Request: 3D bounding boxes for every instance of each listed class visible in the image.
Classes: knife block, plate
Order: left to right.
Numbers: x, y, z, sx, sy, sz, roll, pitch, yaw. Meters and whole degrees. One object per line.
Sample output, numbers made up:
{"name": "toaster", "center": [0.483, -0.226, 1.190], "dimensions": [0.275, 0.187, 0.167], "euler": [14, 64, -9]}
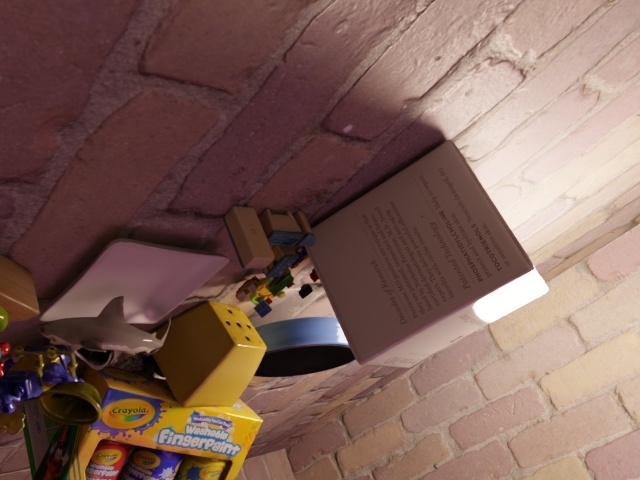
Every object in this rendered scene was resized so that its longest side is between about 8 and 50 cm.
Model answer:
{"name": "knife block", "center": [-0.547, 0.037, 0.877], "dimensions": [0.276, 0.088, 0.242], "euler": [0, 146, -41]}
{"name": "plate", "center": [-0.368, 0.081, 1.179], "dimensions": [0.278, 0.045, 0.277], "euler": [-38, 151, 27]}

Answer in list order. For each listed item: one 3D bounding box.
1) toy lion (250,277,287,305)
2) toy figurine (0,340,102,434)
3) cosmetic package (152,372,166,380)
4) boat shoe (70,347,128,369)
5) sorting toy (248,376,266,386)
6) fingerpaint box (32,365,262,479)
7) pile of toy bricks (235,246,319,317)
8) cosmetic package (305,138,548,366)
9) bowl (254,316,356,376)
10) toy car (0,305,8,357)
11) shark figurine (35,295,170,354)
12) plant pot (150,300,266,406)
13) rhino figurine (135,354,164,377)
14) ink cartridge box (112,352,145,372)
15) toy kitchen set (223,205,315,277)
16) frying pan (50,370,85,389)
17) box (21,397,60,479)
{"name": "toy lion", "center": [-0.138, 0.130, 1.506], "dimensions": [0.100, 0.034, 0.096], "euler": [-31, 148, 13]}
{"name": "toy figurine", "center": [-0.574, 0.251, 1.209], "dimensions": [0.363, 0.191, 0.217], "euler": [-5, -163, 13]}
{"name": "cosmetic package", "center": [-0.455, 0.433, 1.708], "dimensions": [0.086, 0.117, 0.231], "euler": [-26, 154, 3]}
{"name": "boat shoe", "center": [-0.496, 0.246, 1.334], "dimensions": [0.096, 0.088, 0.267], "euler": [-20, 155, -10]}
{"name": "sorting toy", "center": [-0.233, 0.397, 1.939], "dimensions": [0.229, 0.041, 0.307], "euler": [-34, 147, 13]}
{"name": "fingerpaint box", "center": [-0.421, 0.541, 1.459], "dimensions": [0.445, 0.163, 0.370], "euler": [28, 86, -37]}
{"name": "pile of toy bricks", "center": [-0.091, 0.090, 1.410], "dimensions": [0.212, 0.118, 0.105], "euler": [-38, -167, 5]}
{"name": "cosmetic package", "center": [0.240, 0.053, 1.337], "dimensions": [0.394, 0.327, 0.329], "euler": [-33, 156, 16]}
{"name": "bowl", "center": [-0.065, 0.323, 1.736], "dimensions": [0.392, 0.077, 0.391], "euler": [-7, 155, -3]}
{"name": "toy car", "center": [-0.539, 0.147, 0.834], "dimensions": [0.182, 0.136, 0.159], "euler": [-8, 150, -31]}
{"name": "shark figurine", "center": [-0.390, 0.170, 1.176], "dimensions": [0.166, 0.116, 0.278], "euler": [-1, 167, 44]}
{"name": "plant pot", "center": [-0.267, 0.271, 1.480], "dimensions": [0.187, 0.212, 0.212], "euler": [-45, 151, 10]}
{"name": "rhino figurine", "center": [-0.407, 0.336, 1.584], "dimensions": [0.243, 0.106, 0.073], "euler": [6, 113, -46]}
{"name": "ink cartridge box", "center": [-0.505, 0.310, 1.481], "dimensions": [0.115, 0.062, 0.029], "euler": [-19, 155, -13]}
{"name": "toy kitchen set", "center": [-0.118, 0.031, 1.216], "dimensions": [0.207, 0.122, 0.166], "euler": [2, 144, -44]}
{"name": "frying pan", "center": [-0.615, 0.406, 1.481], "dimensions": [0.326, 0.197, 0.053], "euler": [7, -178, -44]}
{"name": "box", "center": [-0.644, 0.536, 1.565], "dimensions": [0.231, 0.261, 0.126], "euler": [-7, 151, -35]}
